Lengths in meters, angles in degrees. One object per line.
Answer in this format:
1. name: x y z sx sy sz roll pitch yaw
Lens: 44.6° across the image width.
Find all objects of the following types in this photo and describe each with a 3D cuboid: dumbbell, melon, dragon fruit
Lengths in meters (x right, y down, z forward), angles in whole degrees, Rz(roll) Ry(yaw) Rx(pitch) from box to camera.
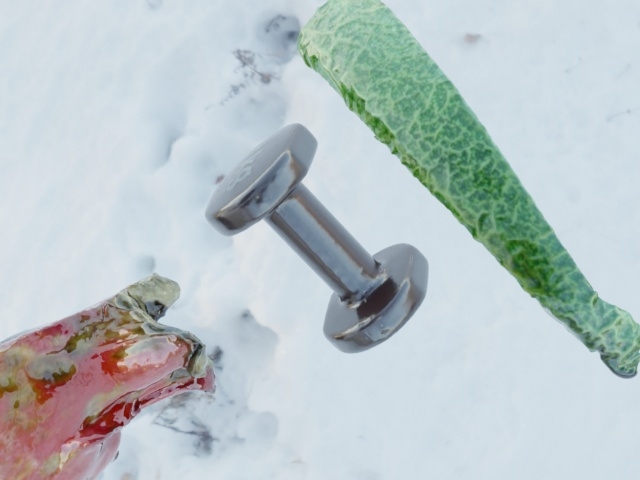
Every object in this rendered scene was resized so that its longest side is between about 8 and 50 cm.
1. dumbbell: 0.000 0.000 0.802 0.124 0.140 0.225 -33 113 29
2. melon: 0.074 -0.028 0.426 0.053 0.114 0.262 -33 65 -5
3. dragon fruit: -0.159 0.113 0.482 0.211 0.262 0.134 -34 94 -12
